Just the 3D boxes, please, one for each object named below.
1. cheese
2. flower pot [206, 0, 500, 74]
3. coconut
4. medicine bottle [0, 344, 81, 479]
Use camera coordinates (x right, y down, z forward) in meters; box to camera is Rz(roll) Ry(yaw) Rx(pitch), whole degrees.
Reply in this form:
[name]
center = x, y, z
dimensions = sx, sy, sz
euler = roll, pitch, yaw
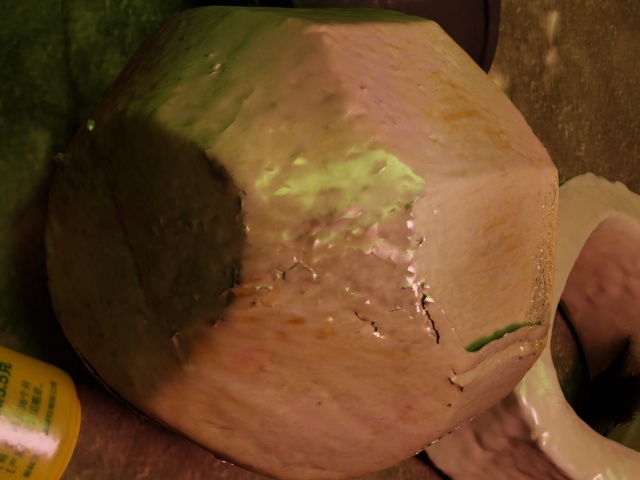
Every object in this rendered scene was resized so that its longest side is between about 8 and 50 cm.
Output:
[cheese]
center = 0.233, 0.111, 1.135
dimensions = 0.292, 0.153, 0.332
euler = 54, 48, -11
[flower pot]
center = 0.007, -0.214, 1.025
dimensions = 0.166, 0.269, 0.269
euler = -23, 90, -22
[coconut]
center = 0.000, 0.000, 0.857
dimensions = 0.352, 0.352, 0.353
euler = 17, 63, -37
[medicine bottle]
center = -0.271, 0.085, 0.750
dimensions = 0.260, 0.064, 0.095
euler = 28, 65, -31
